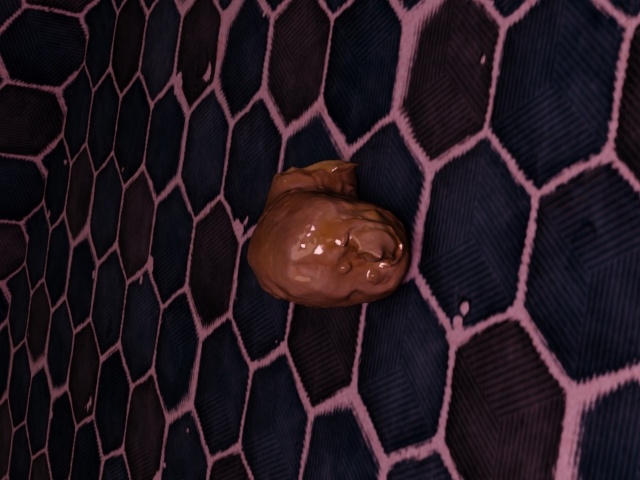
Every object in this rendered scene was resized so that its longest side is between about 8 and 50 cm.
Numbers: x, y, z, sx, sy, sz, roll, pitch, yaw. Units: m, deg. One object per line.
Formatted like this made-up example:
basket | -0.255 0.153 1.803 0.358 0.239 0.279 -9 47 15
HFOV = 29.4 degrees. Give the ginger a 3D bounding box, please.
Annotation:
ginger | 0.000 0.000 1.246 0.152 0.138 0.267 -70 25 15
